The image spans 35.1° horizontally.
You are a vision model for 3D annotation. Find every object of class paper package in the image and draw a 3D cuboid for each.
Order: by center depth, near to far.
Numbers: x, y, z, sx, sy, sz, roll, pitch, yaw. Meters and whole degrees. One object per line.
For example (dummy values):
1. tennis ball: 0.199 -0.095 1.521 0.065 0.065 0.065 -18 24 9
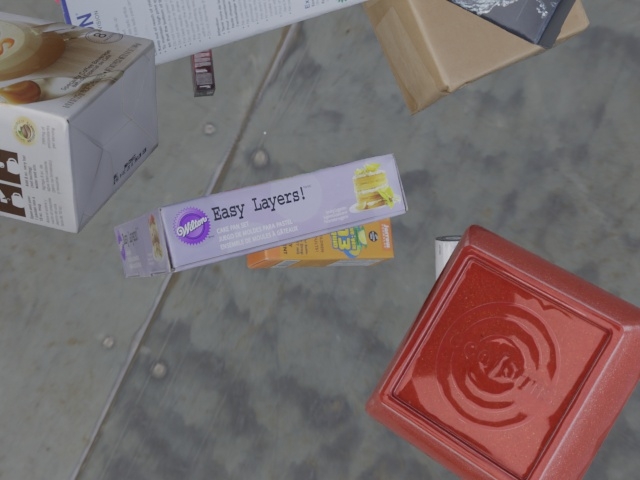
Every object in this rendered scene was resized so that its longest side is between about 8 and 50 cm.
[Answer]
1. paper package: 0.230 -0.419 1.637 0.309 0.168 0.325 -26 93 -19

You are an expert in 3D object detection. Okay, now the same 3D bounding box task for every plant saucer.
1. plant saucer: 0.198 0.139 1.104 0.258 0.047 0.259 30 90 31

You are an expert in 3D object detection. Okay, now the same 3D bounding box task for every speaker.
1. speaker: 0.187 0.064 1.397 0.055 0.055 0.136 -3 98 -3

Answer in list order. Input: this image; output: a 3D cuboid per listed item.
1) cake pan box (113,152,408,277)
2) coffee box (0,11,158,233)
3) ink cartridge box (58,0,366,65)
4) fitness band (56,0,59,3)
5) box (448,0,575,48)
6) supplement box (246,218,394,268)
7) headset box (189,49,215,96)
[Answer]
1. cake pan box: -0.074 -0.020 1.055 0.245 0.267 0.070 -12 91 -20
2. coffee box: -0.266 -0.105 0.773 0.246 0.141 0.098 12 126 12
3. ink cartridge box: -0.113 -0.343 0.949 0.330 0.071 0.324 -20 129 -17
4. fitness band: -0.330 -0.433 1.493 0.291 0.054 0.209 42 58 0
5. box: 0.120 -0.233 0.678 0.158 0.093 0.156 30 107 12
6. supplement box: 0.000 0.000 1.606 0.233 0.080 0.078 -1 78 -30
7. headset box: -0.177 -0.260 1.505 0.032 0.062 0.083 -7 91 -10
